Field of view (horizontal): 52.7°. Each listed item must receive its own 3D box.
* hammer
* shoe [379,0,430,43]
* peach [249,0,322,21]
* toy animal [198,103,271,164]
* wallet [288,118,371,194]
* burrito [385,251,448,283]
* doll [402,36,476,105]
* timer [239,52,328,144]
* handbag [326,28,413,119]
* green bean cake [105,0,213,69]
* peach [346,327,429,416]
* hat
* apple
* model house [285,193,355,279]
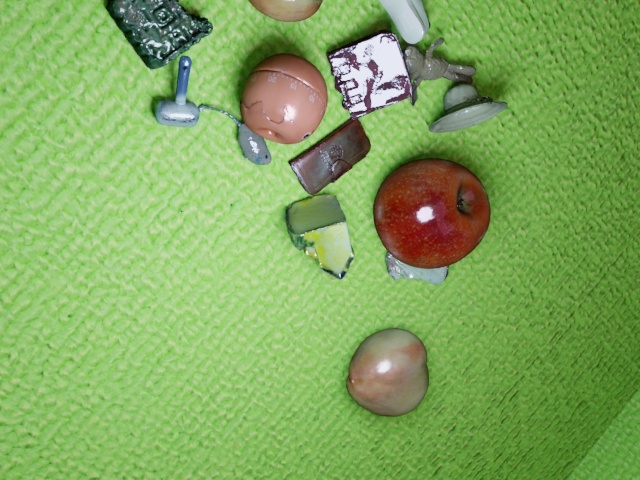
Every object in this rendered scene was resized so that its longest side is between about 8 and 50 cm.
[{"bbox_3d":[-0.361,-0.383,1.659,0.116,0.069,0.194,0,128,-24],"label":"hammer"},{"bbox_3d":[0.235,-0.699,1.863,0.110,0.095,0.265,-39,106,-50],"label":"shoe"},{"bbox_3d":[-0.090,-0.684,1.623,0.252,0.252,0.252,-7,108,-22],"label":"peach"},{"bbox_3d":[-0.225,-0.297,1.780,0.253,0.070,0.079,41,70,-26],"label":"toy animal"},{"bbox_3d":[0.038,-0.250,1.931,0.255,0.031,0.137,-37,117,-10],"label":"wallet"},{"bbox_3d":[0.317,0.067,2.126,0.229,0.089,0.144,5,89,-26],"label":"burrito"},{"bbox_3d":[0.345,-0.529,1.957,0.286,0.091,0.202,-16,145,-8],"label":"doll"},{"bbox_3d":[-0.097,-0.372,1.718,0.230,0.230,0.215,33,74,-29],"label":"timer"},{"bbox_3d":[0.141,-0.477,1.854,0.216,0.074,0.203,-21,112,9],"label":"handbag"},{"bbox_3d":[-0.398,-0.553,1.600,0.193,0.107,0.208,-39,116,-8],"label":"green bean cake"},{"bbox_3d":[0.220,0.433,2.099,0.292,0.247,0.292,-25,127,-38],"label":"peach"},{"bbox_3d":[0.438,-0.423,1.983,0.252,0.252,0.110,-13,85,-21],"label":"hat"},{"bbox_3d":[0.338,-0.084,1.954,0.348,0.277,0.348,11,72,-39],"label":"apple"},{"bbox_3d":[0.000,0.000,1.907,0.170,0.194,0.211,-19,125,-4],"label":"model house"}]
